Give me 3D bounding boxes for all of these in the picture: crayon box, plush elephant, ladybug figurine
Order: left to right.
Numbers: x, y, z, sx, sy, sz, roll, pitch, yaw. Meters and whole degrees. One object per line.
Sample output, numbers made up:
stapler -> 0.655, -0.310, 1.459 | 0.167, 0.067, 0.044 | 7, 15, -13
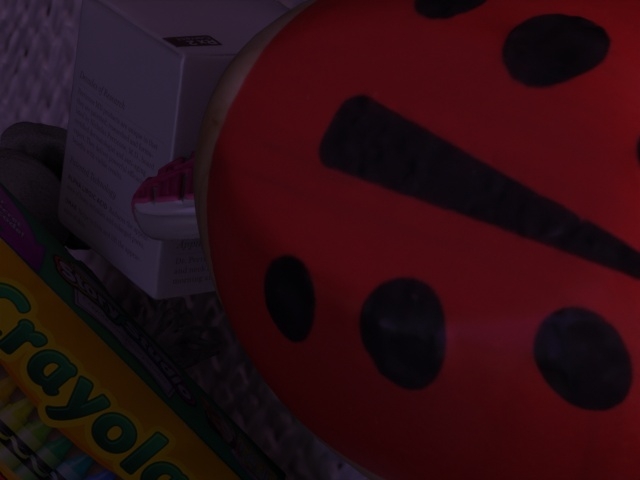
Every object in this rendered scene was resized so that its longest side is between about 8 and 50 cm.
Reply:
crayon box -> -0.256, 0.168, 1.366 | 0.313, 0.363, 0.106 | -39, 17, 12
plush elephant -> -0.272, 0.043, 1.527 | 0.330, 0.272, 0.255 | -26, 88, 23
ladybug figurine -> 0.090, -0.012, 0.947 | 0.449, 0.162, 0.305 | 22, 83, 43

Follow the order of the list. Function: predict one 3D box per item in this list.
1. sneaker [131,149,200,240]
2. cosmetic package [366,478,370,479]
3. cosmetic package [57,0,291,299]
sneaker -> 0.000, 0.000, 1.196 | 0.252, 0.103, 0.111 | 5, 116, 11
cosmetic package -> 0.185, 0.214, 1.018 | 0.365, 0.155, 0.197 | 41, 126, 41
cosmetic package -> -0.084, -0.076, 1.333 | 0.151, 0.151, 0.184 | 34, 121, 47
